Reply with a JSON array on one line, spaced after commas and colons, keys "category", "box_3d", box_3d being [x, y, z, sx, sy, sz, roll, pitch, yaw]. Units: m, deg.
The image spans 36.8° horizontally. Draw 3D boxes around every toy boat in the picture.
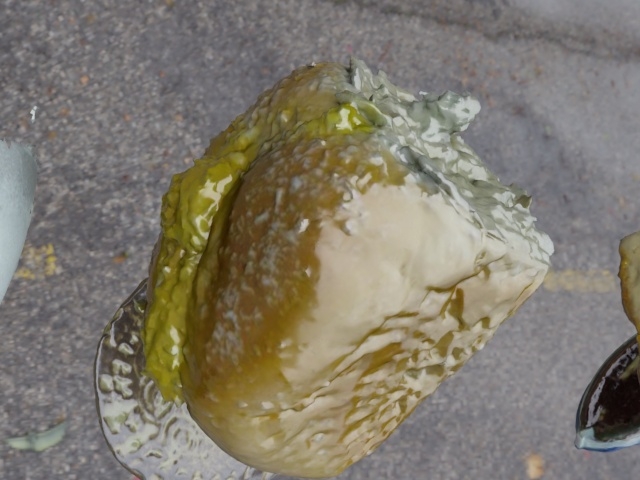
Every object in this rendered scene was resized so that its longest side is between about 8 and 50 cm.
[{"category": "toy boat", "box_3d": [0.425, 0.176, 1.215, 0.114, 0.262, 0.115, 49, 9, 29]}]

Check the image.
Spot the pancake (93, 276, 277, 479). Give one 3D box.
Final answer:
[{"category": "pancake", "box_3d": [-0.081, 0.105, 0.740, 0.199, 0.021, 0.199, 6, 79, -35]}]

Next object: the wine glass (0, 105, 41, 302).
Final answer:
[{"category": "wine glass", "box_3d": [-0.304, 0.067, 0.588, 0.190, 0.190, 0.357, 28, 69, -45]}]

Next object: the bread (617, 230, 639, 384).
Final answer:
[{"category": "bread", "box_3d": [0.438, 0.101, 0.837, 0.279, 0.207, 0.279, 11, 62, -32]}]

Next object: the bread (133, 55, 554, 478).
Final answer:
[{"category": "bread", "box_3d": [0.000, 0.000, 0.579, 0.176, 0.246, 0.195, 29, 23, -41]}]
